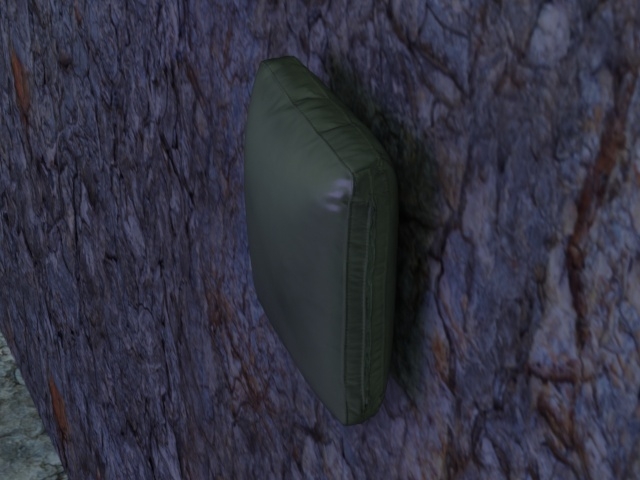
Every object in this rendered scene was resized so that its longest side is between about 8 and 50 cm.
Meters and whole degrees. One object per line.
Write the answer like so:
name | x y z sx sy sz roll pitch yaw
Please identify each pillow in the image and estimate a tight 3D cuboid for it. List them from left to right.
pillow | 0.000 0.000 1.559 0.255 0.120 0.322 -128 29 -49
